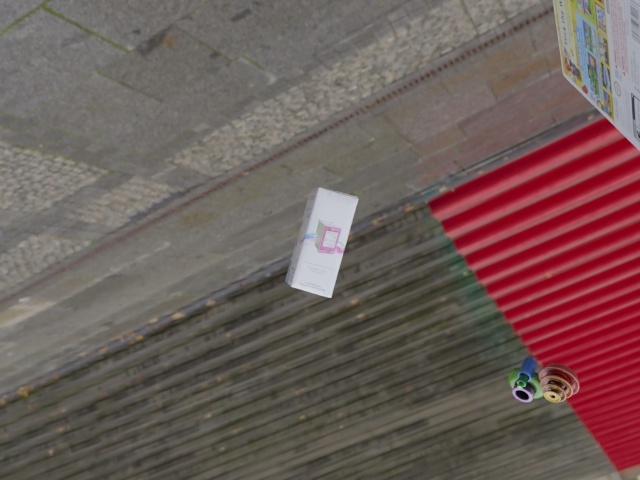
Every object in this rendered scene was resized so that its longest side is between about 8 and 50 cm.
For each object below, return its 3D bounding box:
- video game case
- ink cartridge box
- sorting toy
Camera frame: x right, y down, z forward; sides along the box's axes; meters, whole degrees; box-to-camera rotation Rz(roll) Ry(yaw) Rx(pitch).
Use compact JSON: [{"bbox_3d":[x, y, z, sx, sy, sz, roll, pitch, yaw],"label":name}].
[{"bbox_3d":[0.293,-0.217,0.738,0.026,0.206,0.227,-24,132,4],"label":"video game case"},{"bbox_3d":[0.000,0.000,0.870,0.052,0.122,0.088,17,179,-8],"label":"ink cartridge box"},{"bbox_3d":[0.264,0.179,0.885,0.102,0.061,0.042,-31,-164,52],"label":"sorting toy"}]
